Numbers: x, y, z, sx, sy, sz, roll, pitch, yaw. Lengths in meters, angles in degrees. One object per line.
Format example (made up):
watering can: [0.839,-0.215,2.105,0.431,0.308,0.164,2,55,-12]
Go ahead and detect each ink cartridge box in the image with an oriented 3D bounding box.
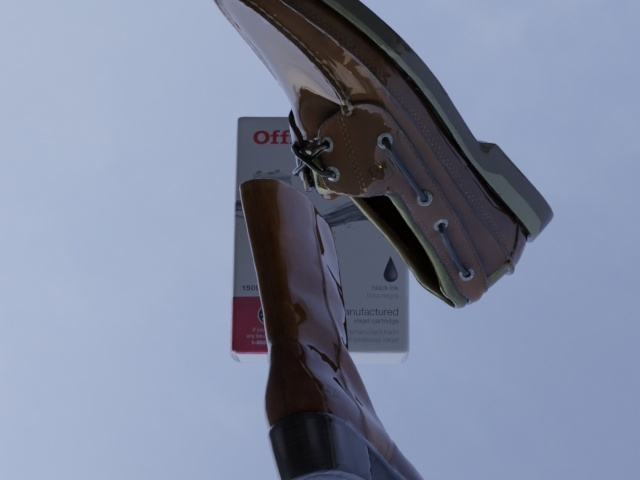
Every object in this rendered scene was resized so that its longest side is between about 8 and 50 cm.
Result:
ink cartridge box: [0.000,0.000,1.413,0.207,0.117,0.283,0,-102,1]

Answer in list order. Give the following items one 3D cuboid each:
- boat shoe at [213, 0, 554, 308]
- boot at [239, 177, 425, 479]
boat shoe: [0.032,-0.070,0.818,0.104,0.307,0.111,-51,-161,-5]
boot: [0.008,0.112,1.080,0.096,0.264,0.280,-25,-123,22]
